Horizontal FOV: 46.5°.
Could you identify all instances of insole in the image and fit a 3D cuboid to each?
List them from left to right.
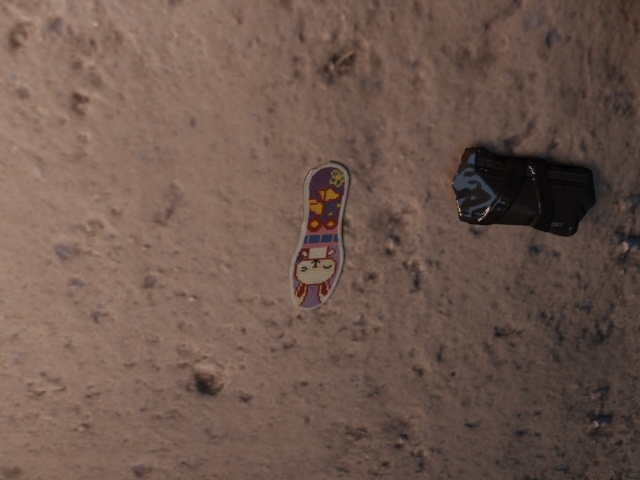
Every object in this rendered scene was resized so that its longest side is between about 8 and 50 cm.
[{"bbox_3d":[0.000,0.000,0.843,0.065,0.004,0.197,-1,122,-18],"label":"insole"}]

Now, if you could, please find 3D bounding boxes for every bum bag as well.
[{"bbox_3d":[0.234,-0.055,0.863,0.197,0.049,0.087,6,95,-21],"label":"bum bag"}]
